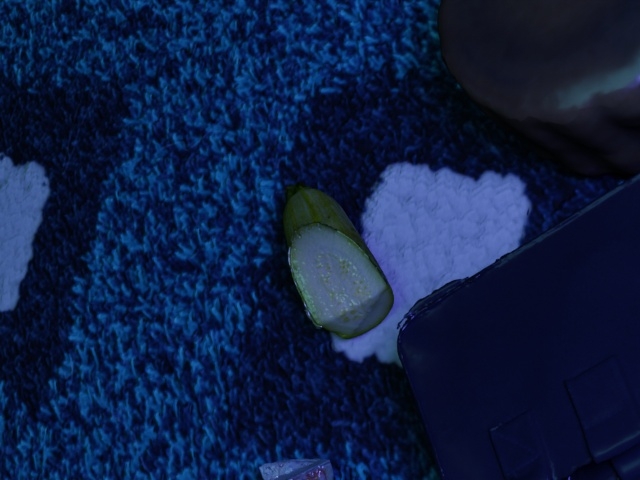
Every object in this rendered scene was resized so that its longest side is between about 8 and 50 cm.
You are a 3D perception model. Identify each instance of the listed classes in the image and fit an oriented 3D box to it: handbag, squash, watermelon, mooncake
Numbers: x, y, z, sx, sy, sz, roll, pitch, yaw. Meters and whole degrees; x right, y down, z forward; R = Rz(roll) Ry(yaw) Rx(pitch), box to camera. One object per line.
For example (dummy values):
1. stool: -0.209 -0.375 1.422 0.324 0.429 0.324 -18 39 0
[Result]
1. handbag: 0.244 0.110 1.242 0.326 0.118 0.269 -33 48 22
2. squash: -0.002 0.001 1.493 0.090 0.075 0.200 -61 42 34
3. watermelon: -0.034 0.236 1.423 0.085 0.061 0.085 -8 71 25
4. mooncake: 0.263 -0.204 1.332 0.290 0.161 0.290 -16 60 31
